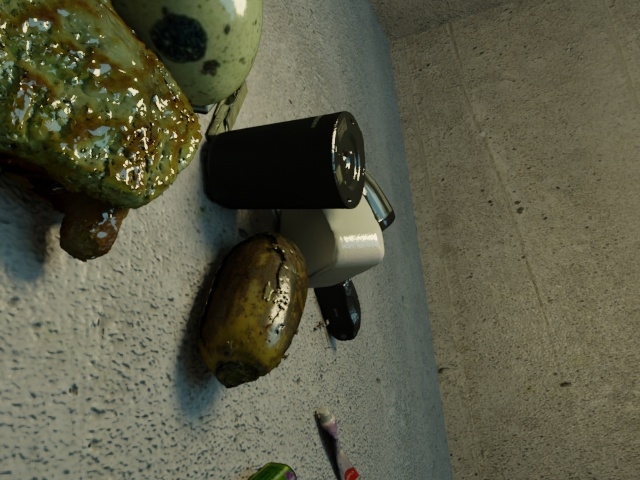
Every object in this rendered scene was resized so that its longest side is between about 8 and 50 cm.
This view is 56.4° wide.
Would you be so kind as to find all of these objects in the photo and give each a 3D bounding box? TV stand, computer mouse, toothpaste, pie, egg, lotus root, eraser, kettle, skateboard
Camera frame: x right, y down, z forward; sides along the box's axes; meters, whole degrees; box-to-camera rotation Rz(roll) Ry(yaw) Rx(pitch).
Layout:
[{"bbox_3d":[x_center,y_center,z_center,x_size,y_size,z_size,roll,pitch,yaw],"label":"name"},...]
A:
[{"bbox_3d":[-0.220,-0.310,1.421,0.249,0.042,0.036,-79,171,-45],"label":"TV stand"},{"bbox_3d":[0.060,0.195,1.786,0.073,0.122,0.217,-42,121,-55],"label":"computer mouse"},{"bbox_3d":[0.050,0.577,1.640,0.075,0.048,0.301,-73,148,-61],"label":"toothpaste"},{"bbox_3d":[-0.349,-0.231,0.812,0.418,0.180,0.395,57,29,-31],"label":"pie"},{"bbox_3d":[-0.243,-0.431,1.052,0.287,0.287,0.379,-24,101,-70],"label":"egg"},{"bbox_3d":[-0.125,0.121,1.201,0.397,0.195,0.179,-82,157,-51],"label":"lotus root"},{"bbox_3d":[0.000,0.000,1.483,0.149,0.331,0.331,-1,77,-29],"label":"eraser"},{"bbox_3d":[-0.070,-0.191,1.314,0.203,0.308,0.262,50,44,-56],"label":"kettle"},{"bbox_3d":[0.116,-0.165,2.049,0.271,0.207,0.251,62,31,-20],"label":"kettle"},{"bbox_3d":[0.009,0.279,1.731,0.064,0.032,0.083,-24,99,-60],"label":"skateboard"}]

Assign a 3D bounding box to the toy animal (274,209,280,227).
[{"bbox_3d":[-0.063,-0.092,1.666,0.255,0.089,0.170,-17,98,-68],"label":"toy animal"}]

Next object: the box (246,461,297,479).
[{"bbox_3d":[-0.142,0.517,1.060,0.345,0.097,0.134,-3,90,-71],"label":"box"}]

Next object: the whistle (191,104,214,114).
[{"bbox_3d":[-0.235,-0.396,1.260,0.290,0.163,0.163,-75,147,-54],"label":"whistle"}]
